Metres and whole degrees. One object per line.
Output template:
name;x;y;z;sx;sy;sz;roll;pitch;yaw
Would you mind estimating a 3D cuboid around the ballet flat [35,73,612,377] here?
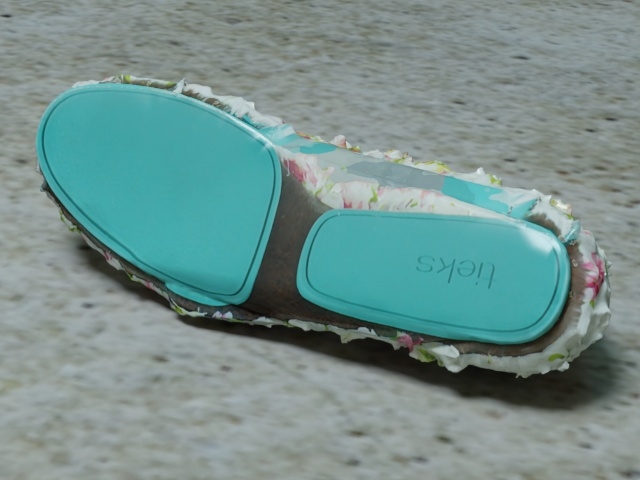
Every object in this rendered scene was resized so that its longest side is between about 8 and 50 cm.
ballet flat;0.000;0.000;0.644;0.241;0.091;0.077;21;-1;23
